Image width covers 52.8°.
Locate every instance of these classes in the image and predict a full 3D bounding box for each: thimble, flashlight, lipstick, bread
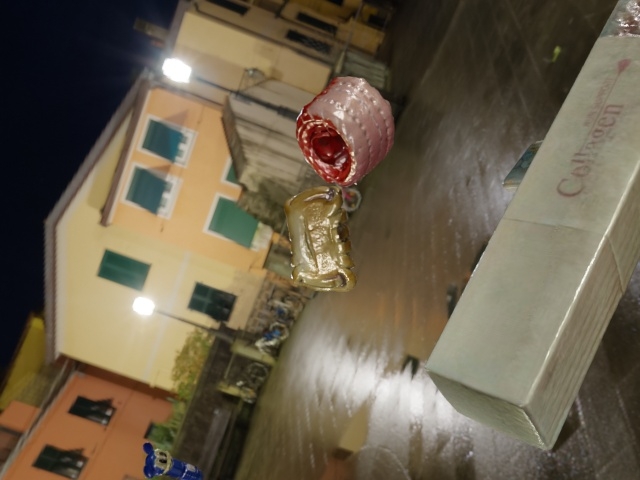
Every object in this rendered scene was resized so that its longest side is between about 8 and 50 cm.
[{"bbox_3d":[0.046,-0.205,1.202,0.125,0.163,0.189,-46,-22,-26],"label":"thimble"},{"bbox_3d":[-0.224,0.348,0.988,0.035,0.121,0.057,-33,45,17],"label":"flashlight"},{"bbox_3d":[0.200,-0.038,0.467,0.371,0.076,0.080,-57,-43,-20],"label":"lipstick"},{"bbox_3d":[0.000,0.000,1.354,0.081,0.134,0.225,3,-100,-85],"label":"bread"}]

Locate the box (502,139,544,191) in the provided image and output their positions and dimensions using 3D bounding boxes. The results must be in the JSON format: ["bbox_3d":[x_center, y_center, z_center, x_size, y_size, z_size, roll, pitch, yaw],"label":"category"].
[{"bbox_3d":[0.498,-0.160,1.324,0.142,0.044,0.285,-52,17,-11],"label":"box"}]
